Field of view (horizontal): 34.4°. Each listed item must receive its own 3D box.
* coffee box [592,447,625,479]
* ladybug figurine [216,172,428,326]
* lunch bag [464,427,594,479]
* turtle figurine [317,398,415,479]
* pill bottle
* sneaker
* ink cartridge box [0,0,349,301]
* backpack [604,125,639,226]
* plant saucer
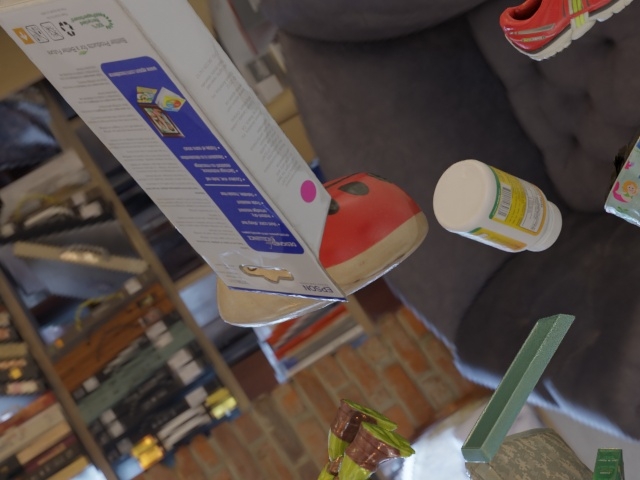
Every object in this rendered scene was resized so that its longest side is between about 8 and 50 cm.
[{"bbox_3d":[0.424,0.400,1.524,0.184,0.040,0.113,-43,-53,-63],"label":"coffee box"},{"bbox_3d":[0.000,0.000,1.777,0.305,0.449,0.162,-9,105,46],"label":"ladybug figurine"},{"bbox_3d":[0.406,0.482,1.914,0.287,0.169,0.235,13,-152,-53],"label":"lunch bag"},{"bbox_3d":[-0.002,0.256,0.946,0.087,0.217,0.269,27,-178,0],"label":"turtle figurine"},{"bbox_3d":[0.287,-0.047,1.639,0.208,0.117,0.117,16,-161,-40],"label":"pill bottle"},{"bbox_3d":[0.378,-0.377,1.527,0.118,0.279,0.107,34,-140,-21],"label":"sneaker"},{"bbox_3d":[-0.115,-0.088,0.925,0.176,0.069,0.371,3,138,45],"label":"ink cartridge box"},{"bbox_3d":[0.544,-0.116,1.544,0.191,0.253,0.225,39,135,23],"label":"backpack"},{"bbox_3d":[0.215,0.160,1.139,0.018,0.192,0.067,36,162,-6],"label":"plant saucer"}]
